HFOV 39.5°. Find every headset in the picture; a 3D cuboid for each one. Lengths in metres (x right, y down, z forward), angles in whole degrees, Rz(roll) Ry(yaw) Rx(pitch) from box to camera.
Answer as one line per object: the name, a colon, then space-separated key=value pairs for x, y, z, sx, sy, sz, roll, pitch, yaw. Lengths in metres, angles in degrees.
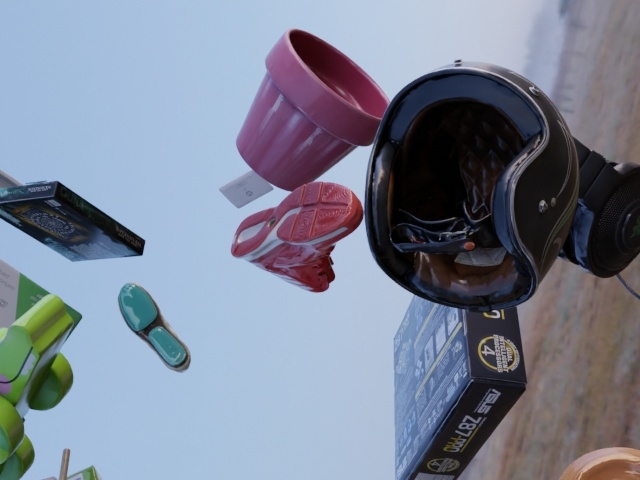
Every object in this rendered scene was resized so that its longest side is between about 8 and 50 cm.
headset: x=0.307 y=-0.053 z=1.047 sx=0.185 sy=0.394 sz=0.243 roll=-53 pitch=18 yaw=-7

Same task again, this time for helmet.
helmet: x=0.116 y=-0.046 z=0.674 sx=0.169 sy=0.170 sz=0.161 roll=76 pitch=-153 yaw=-57

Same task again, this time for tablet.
tablet: x=-0.127 y=-0.088 z=1.526 sx=0.054 sy=0.083 sz=0.006 roll=46 pitch=-147 yaw=-29

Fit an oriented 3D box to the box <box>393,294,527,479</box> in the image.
box: x=0.206 y=0.191 z=1.441 sx=0.394 sy=0.097 sz=0.318 roll=107 pitch=167 yaw=-49

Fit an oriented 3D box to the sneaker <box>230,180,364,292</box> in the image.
sneaker: x=0.000 y=0.000 z=1.118 sx=0.128 sy=0.221 sz=0.087 roll=32 pitch=-118 yaw=-33

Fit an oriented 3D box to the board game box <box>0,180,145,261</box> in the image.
board game box: x=-0.337 y=-0.022 z=1.179 sx=0.186 sy=0.126 sz=0.026 roll=45 pitch=-133 yaw=-55

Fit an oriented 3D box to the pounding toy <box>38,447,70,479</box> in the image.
pounding toy: x=-0.374 y=0.372 z=1.217 sx=0.141 sy=0.130 sz=0.100 roll=1 pitch=-65 yaw=-58

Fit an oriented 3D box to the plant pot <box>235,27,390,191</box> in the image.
plant pot: x=-0.022 y=-0.177 z=1.307 sx=0.180 sy=0.201 sz=0.201 roll=-50 pitch=-3 yaw=25

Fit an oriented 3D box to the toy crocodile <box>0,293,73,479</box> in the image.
toy crocodile: x=-0.324 y=0.179 z=0.842 sx=0.340 sy=0.105 sz=0.115 roll=-56 pitch=1 yaw=32

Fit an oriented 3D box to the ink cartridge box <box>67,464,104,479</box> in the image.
ink cartridge box: x=-0.355 y=0.527 z=1.478 sx=0.188 sy=0.097 sz=0.255 roll=-122 pitch=10 yaw=-48

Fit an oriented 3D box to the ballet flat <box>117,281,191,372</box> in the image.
ballet flat: x=-0.257 y=0.139 z=1.371 sx=0.057 sy=0.168 sz=0.052 roll=-34 pitch=-19 yaw=-12

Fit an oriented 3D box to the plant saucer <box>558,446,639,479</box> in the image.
plant saucer: x=0.428 y=0.378 z=1.253 sx=0.037 sy=0.200 sz=0.199 roll=73 pitch=-149 yaw=-47

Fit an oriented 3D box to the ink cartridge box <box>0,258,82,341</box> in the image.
ink cartridge box: x=-0.502 y=0.167 z=1.222 sx=0.289 sy=0.211 sz=0.121 roll=-59 pitch=18 yaw=-20

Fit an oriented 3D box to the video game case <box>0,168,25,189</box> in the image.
video game case: x=-0.584 y=-0.094 z=1.564 sx=0.036 sy=0.300 sz=0.329 roll=-58 pitch=18 yaw=-15
